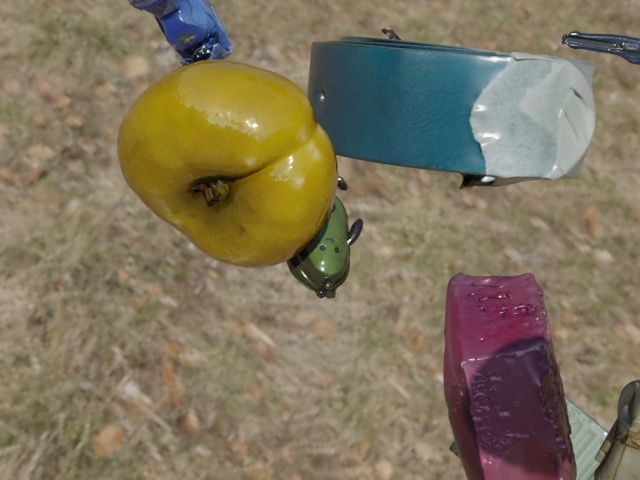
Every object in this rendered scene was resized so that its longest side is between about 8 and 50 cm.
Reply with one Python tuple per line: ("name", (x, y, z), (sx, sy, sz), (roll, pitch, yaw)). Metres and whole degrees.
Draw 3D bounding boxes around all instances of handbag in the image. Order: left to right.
("handbag", (0.000, 0.000, 1.074), (0.072, 0.047, 0.111), (7, 59, -22))

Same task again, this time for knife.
("knife", (0.350, -0.236, 1.552), (0.121, 0.031, 0.018), (8, 23, -5))

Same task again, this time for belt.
("belt", (0.155, -0.168, 1.595), (0.300, 0.173, 0.436), (0, 13, -30))

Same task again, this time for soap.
("soap", (0.232, 0.210, 1.527), (0.220, 0.127, 0.324), (-84, 160, -46))

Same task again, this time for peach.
("peach", (-0.067, -0.058, 0.985), (0.179, 0.179, 0.103), (35, 47, -13))

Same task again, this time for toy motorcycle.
("toy motorcycle", (-0.156, -0.257, 1.429), (0.205, 0.076, 0.114), (46, 27, -50))

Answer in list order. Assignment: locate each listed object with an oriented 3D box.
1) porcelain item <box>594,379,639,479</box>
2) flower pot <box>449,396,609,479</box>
("porcelain item", (0.340, 0.190, 1.314), (0.084, 0.213, 0.054), (20, 43, 16))
("flower pot", (0.344, 0.327, 1.966), (0.209, 0.189, 0.239), (39, 0, -24))
